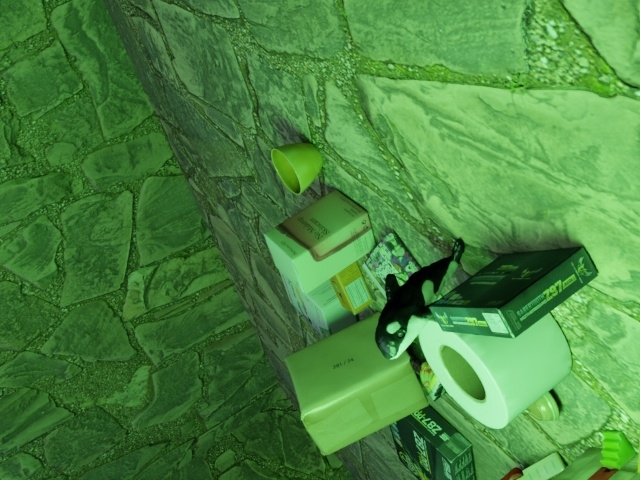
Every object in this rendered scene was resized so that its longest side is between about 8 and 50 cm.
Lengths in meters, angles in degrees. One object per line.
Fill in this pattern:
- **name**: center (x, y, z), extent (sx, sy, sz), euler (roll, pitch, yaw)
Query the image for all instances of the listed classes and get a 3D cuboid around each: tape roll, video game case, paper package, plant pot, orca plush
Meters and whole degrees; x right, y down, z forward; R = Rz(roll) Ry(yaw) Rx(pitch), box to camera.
- **tape roll**: center (0.331, 0.212, 1.328), extent (0.246, 0.169, 0.246), euler (50, 162, 23)
- **video game case**: center (0.200, 0.104, 1.708), extent (0.210, 0.042, 0.232), euler (53, 162, 9)
- **paper package**: center (0.090, 0.386, 1.918), extent (0.309, 0.325, 0.168), euler (-121, 6, -66)
- **plant pot**: center (-0.051, -0.199, 1.780), extent (0.134, 0.095, 0.134), euler (49, 160, 24)
- **orca plush**: center (0.179, 0.092, 1.333), extent (0.102, 0.287, 0.151), euler (46, 162, -8)

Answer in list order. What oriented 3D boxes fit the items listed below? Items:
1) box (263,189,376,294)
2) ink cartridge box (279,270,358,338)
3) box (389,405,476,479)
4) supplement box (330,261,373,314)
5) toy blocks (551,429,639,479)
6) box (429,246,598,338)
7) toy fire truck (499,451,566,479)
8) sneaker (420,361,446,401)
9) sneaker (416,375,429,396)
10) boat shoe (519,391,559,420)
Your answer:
- **box**: center (0.000, 0.000, 1.751), extent (0.149, 0.232, 0.126), euler (40, 156, 44)
- **ink cartridge box**: center (-0.007, 0.188, 2.282), extent (0.278, 0.117, 0.201), euler (42, 157, 42)
- **box**: center (0.351, 0.670, 2.177), extent (0.318, 0.097, 0.394), euler (37, 153, 42)
- **supplement box**: center (0.068, 0.096, 1.995), extent (0.078, 0.080, 0.233), euler (27, 144, 59)
- **toy blocks**: center (0.495, 0.491, 1.209), extent (0.190, 0.261, 0.381), euler (57, 163, 2)
- **box**: center (0.310, 0.085, 1.144), extent (0.059, 0.183, 0.233), euler (60, 163, -6)
- **toy fire truck**: center (0.516, 0.602, 1.580), extent (0.217, 0.158, 0.246), euler (47, 170, 31)
- **sneaker**: center (0.298, 0.354, 1.809), extent (0.094, 0.082, 0.208), euler (53, 163, 21)
- **sneaker**: center (0.213, 0.434, 2.095), extent (0.227, 0.130, 0.087), euler (36, 151, 54)
- **boat shoe**: center (0.384, 0.310, 1.482), extent (0.285, 0.089, 0.104), euler (31, 148, 54)
